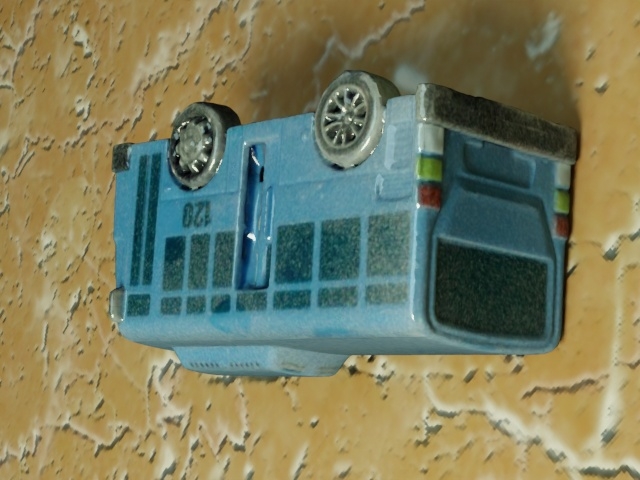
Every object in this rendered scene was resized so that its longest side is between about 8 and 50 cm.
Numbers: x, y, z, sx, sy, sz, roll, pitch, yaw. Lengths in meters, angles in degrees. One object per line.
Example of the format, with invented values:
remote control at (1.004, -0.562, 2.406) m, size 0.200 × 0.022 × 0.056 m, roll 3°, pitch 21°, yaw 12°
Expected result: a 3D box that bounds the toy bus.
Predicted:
toy bus at (0.000, 0.000, 0.734) m, size 0.234 × 0.116 × 0.134 m, roll -6°, pitch 79°, yaw 46°
